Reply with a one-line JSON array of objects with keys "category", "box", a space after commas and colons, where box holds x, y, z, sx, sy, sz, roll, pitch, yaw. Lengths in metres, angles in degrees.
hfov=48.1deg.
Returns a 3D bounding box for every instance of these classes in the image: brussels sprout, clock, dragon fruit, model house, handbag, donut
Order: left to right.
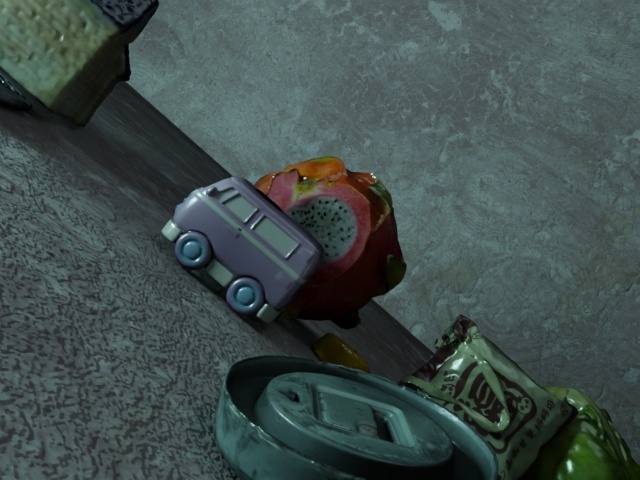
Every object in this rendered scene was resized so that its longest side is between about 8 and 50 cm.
[{"category": "model house", "box": [-0.413, -0.366, 1.211, 0.243, 0.284, 0.298, 46, -3, -14]}, {"category": "dragon fruit", "box": [0.000, 0.000, 1.161, 0.290, 0.291, 0.189, 40, 3, -1]}, {"category": "donut", "box": [0.033, 0.183, 1.131, 0.097, 0.043, 0.108, 40, -1, -27]}, {"category": "clock", "box": [0.026, 0.157, 0.570, 0.226, 0.049, 0.226, 16, 9, -2]}, {"category": "handbag", "box": [0.231, 0.254, 1.050, 0.235, 0.213, 0.127, 40, -16, 12]}, {"category": "brussels sprout", "box": [0.389, 0.355, 1.132, 0.219, 0.210, 0.271, 31, 46, -36]}]

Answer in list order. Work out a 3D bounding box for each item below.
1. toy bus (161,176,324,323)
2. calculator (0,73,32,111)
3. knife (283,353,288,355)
[{"category": "toy bus", "box": [-0.104, 0.006, 1.006, 0.202, 0.142, 0.142, 40, 4, 3]}, {"category": "calculator", "box": [-0.492, -0.253, 0.962, 0.177, 0.040, 0.268, 41, 2, 15]}, {"category": "knife", "box": [0.012, 0.192, 0.985, 0.207, 0.014, 0.030, 36, 5, -45]}]
